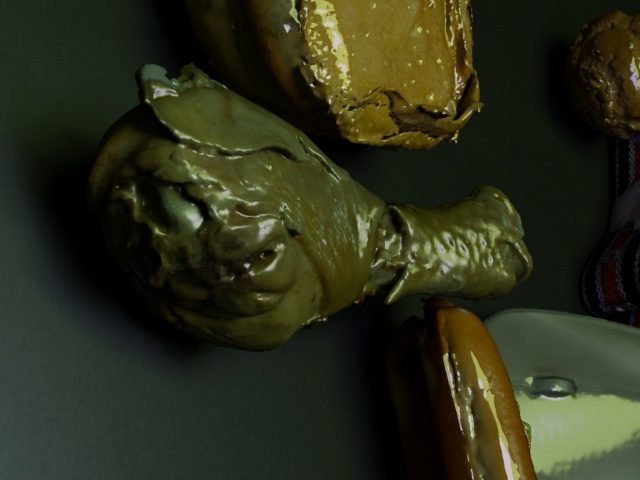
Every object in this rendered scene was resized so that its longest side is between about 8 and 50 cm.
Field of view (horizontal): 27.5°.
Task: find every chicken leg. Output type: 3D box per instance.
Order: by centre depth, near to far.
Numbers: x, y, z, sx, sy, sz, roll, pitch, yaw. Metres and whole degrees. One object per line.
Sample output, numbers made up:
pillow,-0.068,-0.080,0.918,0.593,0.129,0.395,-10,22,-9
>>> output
chicken leg,0.012,-0.010,1.028,0.429,0.153,0.201,7,76,-36

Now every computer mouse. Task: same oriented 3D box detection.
computer mouse,0.285,0.165,1.288,0.331,0.095,0.197,12,58,-28

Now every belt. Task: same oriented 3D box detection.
belt,0.391,-0.036,1.546,0.126,0.094,0.359,40,47,-28

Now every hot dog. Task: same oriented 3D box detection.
hot dog,0.137,0.203,1.121,0.100,0.135,0.337,-5,74,-24

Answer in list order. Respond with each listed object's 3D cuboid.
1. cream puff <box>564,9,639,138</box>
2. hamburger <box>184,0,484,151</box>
cream puff,0.350,-0.194,1.551,0.165,0.115,0.150,-32,105,-59
hamburger,0.011,-0.208,1.141,0.319,0.158,0.318,23,58,-42
